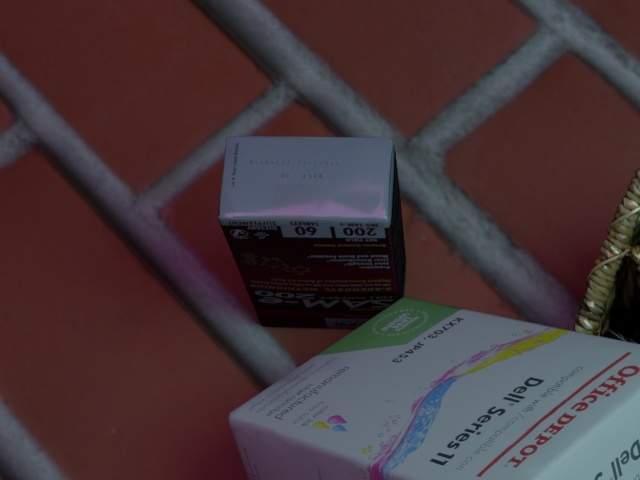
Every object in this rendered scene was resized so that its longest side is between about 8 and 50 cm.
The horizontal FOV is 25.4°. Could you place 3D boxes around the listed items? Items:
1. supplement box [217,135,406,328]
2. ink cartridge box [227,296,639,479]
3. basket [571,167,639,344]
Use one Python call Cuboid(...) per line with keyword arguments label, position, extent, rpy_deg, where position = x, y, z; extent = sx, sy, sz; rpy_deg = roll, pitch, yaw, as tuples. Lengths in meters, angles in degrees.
Cuboid(label="supplement box", position=(0.000, 0.000, 1.147), extent=(0.130, 0.239, 0.073), rpy_deg=(1, 68, 7))
Cuboid(label="ink cartridge box", position=(0.129, 0.155, 1.000), extent=(0.207, 0.119, 0.353), rpy_deg=(-32, 26, -35))
Cuboid(label="basket", position=(0.338, 0.103, 1.076), extent=(0.299, 0.223, 0.213), rpy_deg=(23, 70, 14))
